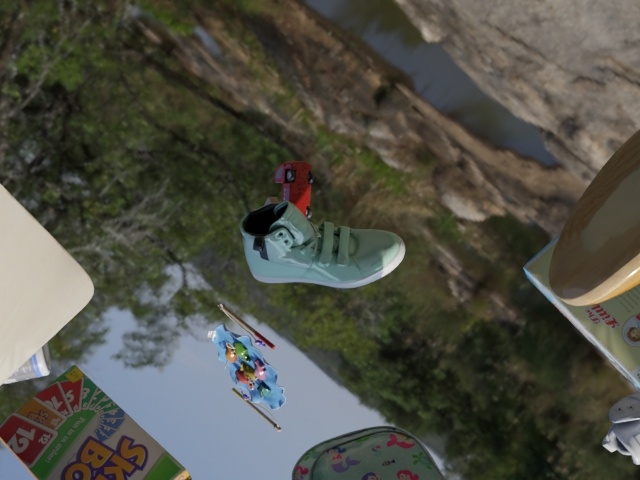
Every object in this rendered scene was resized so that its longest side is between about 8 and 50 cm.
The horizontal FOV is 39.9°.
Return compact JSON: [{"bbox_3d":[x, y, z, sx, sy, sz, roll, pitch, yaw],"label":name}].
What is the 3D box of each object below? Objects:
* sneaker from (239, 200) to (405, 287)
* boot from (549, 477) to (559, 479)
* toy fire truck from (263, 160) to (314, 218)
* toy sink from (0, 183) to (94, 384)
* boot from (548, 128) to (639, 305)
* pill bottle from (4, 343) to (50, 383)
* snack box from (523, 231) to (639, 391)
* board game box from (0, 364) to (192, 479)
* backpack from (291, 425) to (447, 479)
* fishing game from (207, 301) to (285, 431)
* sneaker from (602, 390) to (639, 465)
[{"bbox_3d":[0.000,0.000,1.367,0.151,0.256,0.094,73,-166,-55],"label":"sneaker"},{"bbox_3d":[0.435,0.500,1.583,0.114,0.106,0.037,39,158,-18],"label":"boot"},{"bbox_3d":[-0.070,-0.044,1.564,0.047,0.192,0.135,2,-179,-34],"label":"toy fire truck"},{"bbox_3d":[-0.293,0.043,0.560,0.131,0.234,0.153,30,162,51],"label":"toy sink"},{"bbox_3d":[0.310,-0.019,0.567,0.211,0.295,0.104,40,-173,-24],"label":"boot"},{"bbox_3d":[-0.458,0.166,1.243,0.078,0.137,0.078,170,90,-80],"label":"pill bottle"},{"bbox_3d":[0.462,0.093,1.229,0.322,0.187,0.060,50,-177,26],"label":"snack box"},{"bbox_3d":[-0.263,0.255,1.025,0.259,0.124,0.039,32,150,34],"label":"board game box"},{"bbox_3d":[0.075,0.370,1.201,0.253,0.225,0.191,-121,19,-55],"label":"backpack"},{"bbox_3d":[-0.137,0.229,1.566,0.189,0.041,0.264,36,146,27],"label":"fishing game"},{"bbox_3d":[0.588,0.277,1.359,0.137,0.210,0.366,58,166,2],"label":"sneaker"}]
